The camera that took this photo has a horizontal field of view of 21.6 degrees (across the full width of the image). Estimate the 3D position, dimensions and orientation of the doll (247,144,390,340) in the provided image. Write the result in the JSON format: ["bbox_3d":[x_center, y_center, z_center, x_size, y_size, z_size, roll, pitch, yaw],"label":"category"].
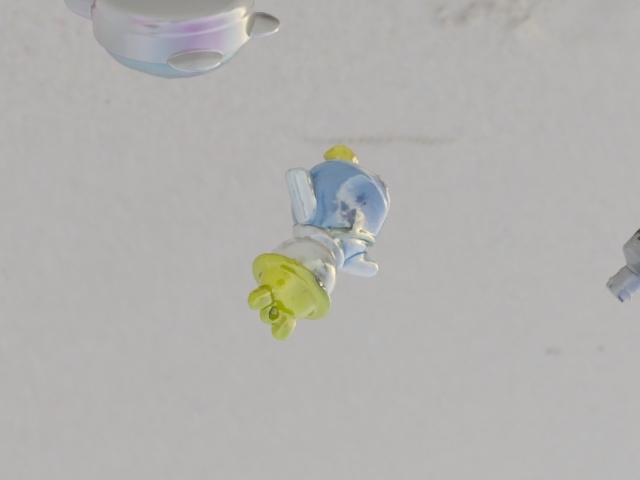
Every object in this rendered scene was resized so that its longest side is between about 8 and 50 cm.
[{"bbox_3d":[-0.001,0.000,1.740,0.241,0.099,0.135,-57,154,-36],"label":"doll"}]

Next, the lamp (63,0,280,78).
[{"bbox_3d":[-0.179,-0.247,1.846,0.179,0.246,0.108,-34,141,-46],"label":"lamp"}]

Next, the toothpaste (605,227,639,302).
[{"bbox_3d":[0.330,-0.040,1.375,0.248,0.078,0.047,-43,123,0],"label":"toothpaste"}]
